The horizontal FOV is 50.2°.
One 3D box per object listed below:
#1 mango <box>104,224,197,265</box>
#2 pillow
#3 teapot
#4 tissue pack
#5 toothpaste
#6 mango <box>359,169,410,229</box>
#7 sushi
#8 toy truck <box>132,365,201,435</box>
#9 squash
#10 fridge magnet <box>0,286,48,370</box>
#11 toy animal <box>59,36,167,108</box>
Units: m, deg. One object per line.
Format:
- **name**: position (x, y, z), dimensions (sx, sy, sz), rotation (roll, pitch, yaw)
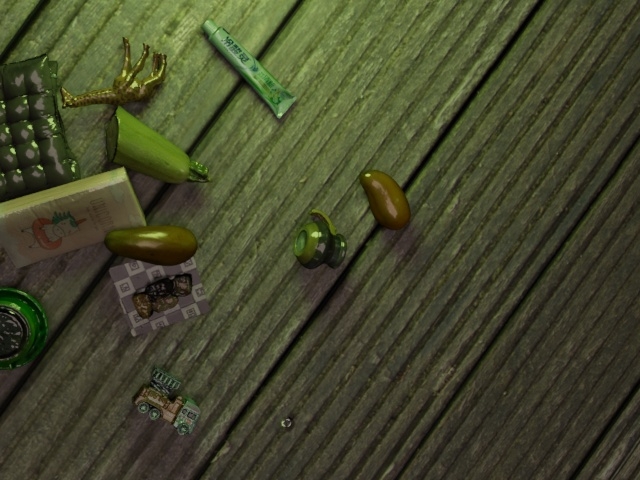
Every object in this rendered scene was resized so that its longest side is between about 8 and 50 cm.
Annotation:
- **mango**: position (-0.414, 0.010, 1.687), dimensions (0.228, 0.136, 0.099), rotation (5, 78, -28)
- **pillow**: position (-0.711, -0.261, 1.613), dimensions (0.228, 0.101, 0.326), rotation (-12, 99, -8)
- **teapot**: position (0.000, 0.000, 1.806), dimensions (0.119, 0.130, 0.165), rotation (16, 62, -29)
- **tissue pack**: position (-0.602, -0.055, 1.647), dimensions (0.325, 0.071, 0.170), rotation (-18, 131, -9)
- **toothpaste**: position (-0.185, -0.440, 1.734), dimensions (0.297, 0.048, 0.075), rotation (44, 81, -18)
- **mango**: position (0.174, -0.113, 1.841), dimensions (0.102, 0.085, 0.184), rotation (-32, 93, -2)
- **sushi**: position (-0.411, 0.133, 1.758), dimensions (0.215, 0.050, 0.192), rotation (-18, 101, -10)
- **toy truck**: position (-0.392, 0.423, 1.791), dimensions (0.178, 0.080, 0.115), rotation (34, 80, -13)
- **squash**: position (-0.409, -0.195, 1.686), dimensions (0.287, 0.137, 0.137), rotation (34, 89, -23)
- **fridge magnet**: position (-0.775, 0.217, 1.667), dimensions (0.208, 0.088, 0.208), rotation (-2, 98, -13)
- **toy animal**: position (-0.489, -0.378, 1.648), dimensions (0.275, 0.054, 0.149), rotation (-44, 115, -13)
